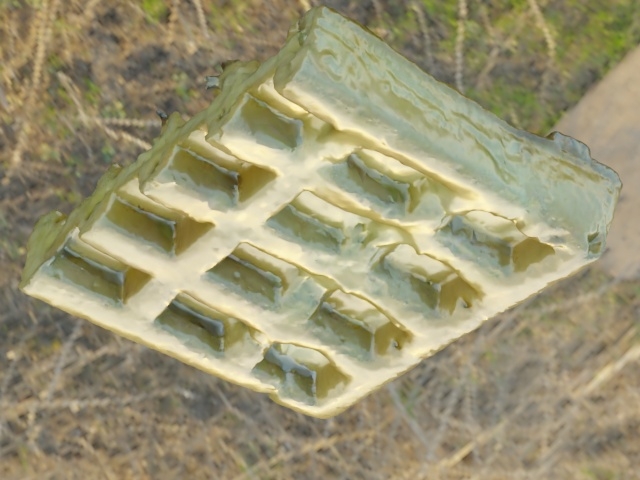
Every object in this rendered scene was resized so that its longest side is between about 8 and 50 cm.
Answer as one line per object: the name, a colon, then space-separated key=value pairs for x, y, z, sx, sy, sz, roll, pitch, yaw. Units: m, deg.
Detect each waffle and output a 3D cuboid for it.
waffle: x=0.000 y=0.000 z=1.042 sx=0.304 sy=0.077 sz=0.348 roll=29 pitch=135 yaw=-29
